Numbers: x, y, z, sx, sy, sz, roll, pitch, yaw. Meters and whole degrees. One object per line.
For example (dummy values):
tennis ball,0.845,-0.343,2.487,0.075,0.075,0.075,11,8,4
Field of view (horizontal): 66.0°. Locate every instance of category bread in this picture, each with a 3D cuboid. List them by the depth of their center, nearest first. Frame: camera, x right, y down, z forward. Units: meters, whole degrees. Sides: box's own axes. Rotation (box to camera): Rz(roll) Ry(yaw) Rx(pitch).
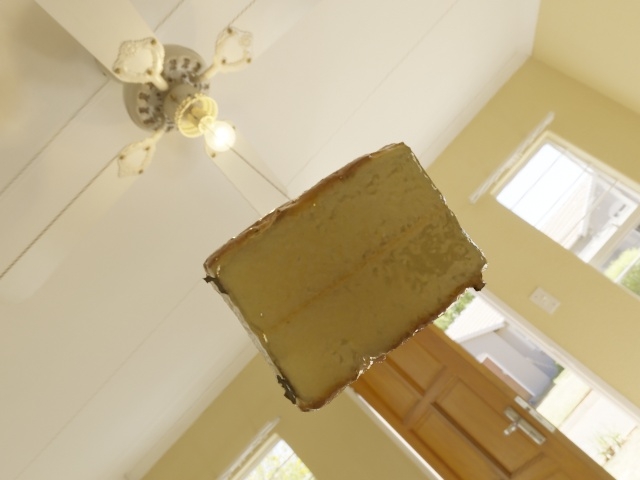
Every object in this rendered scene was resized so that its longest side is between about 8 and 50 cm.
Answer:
bread,0.014,0.046,0.637,0.279,0.207,0.279,-36,-2,-11

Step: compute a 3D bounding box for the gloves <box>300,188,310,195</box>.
gloves,-0.002,0.001,0.904,0.119,0.229,0.097,-30,-36,20
